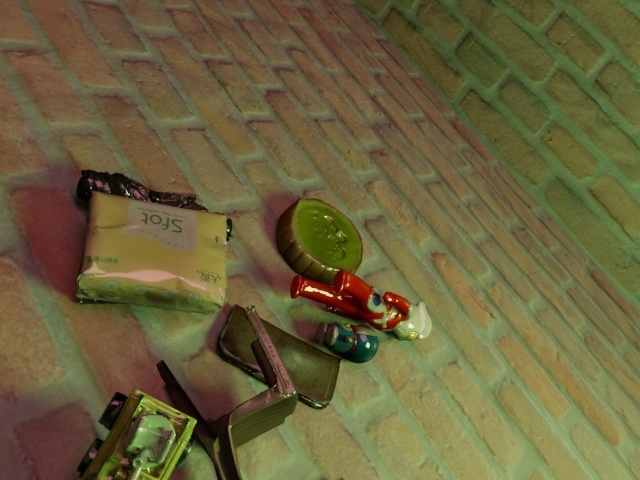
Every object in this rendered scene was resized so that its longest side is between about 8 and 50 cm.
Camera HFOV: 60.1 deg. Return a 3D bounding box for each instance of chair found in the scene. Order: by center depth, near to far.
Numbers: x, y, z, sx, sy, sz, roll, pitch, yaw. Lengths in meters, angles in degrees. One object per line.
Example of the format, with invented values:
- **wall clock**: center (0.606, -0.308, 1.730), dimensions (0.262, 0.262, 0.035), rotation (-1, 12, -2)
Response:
- **chair**: center (-0.105, 0.301, 0.859), dimensions (0.183, 0.176, 0.327), rotation (-26, 65, -18)

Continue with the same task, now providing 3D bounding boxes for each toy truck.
- **toy truck**: center (-0.265, 0.328, 0.693), dimensions (0.128, 0.135, 0.260), rotation (32, 72, -10)

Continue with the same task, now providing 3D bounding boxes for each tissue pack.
- **tissue pack**: center (-0.306, 0.029, 1.025), dimensions (0.256, 0.123, 0.215), rotation (11, 52, -25)

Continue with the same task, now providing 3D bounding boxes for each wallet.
- **wallet**: center (-0.081, 0.230, 1.091), dimensions (0.255, 0.031, 0.137), rotation (31, 39, -10)

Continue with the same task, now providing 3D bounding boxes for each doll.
- **doll**: center (0.064, 0.213, 1.174), dimensions (0.151, 0.114, 0.086), rotation (22, 78, -33)
- **doll**: center (0.117, 0.149, 1.226), dimensions (0.383, 0.188, 0.099), rotation (23, 66, -39)

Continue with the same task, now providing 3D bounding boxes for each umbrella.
- **umbrella**: center (-0.331, -0.066, 1.141), dimensions (0.325, 0.094, 0.090), rotation (17, 56, -25)

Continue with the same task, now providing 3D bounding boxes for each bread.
- **bread**: center (0.000, 0.000, 1.358), dimensions (0.236, 0.070, 0.236), rotation (21, 43, -21)

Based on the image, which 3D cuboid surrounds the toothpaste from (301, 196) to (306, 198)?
- **toothpaste**: center (-0.027, -0.078, 1.466), dimensions (0.024, 0.015, 0.083), rotation (-15, 67, -47)

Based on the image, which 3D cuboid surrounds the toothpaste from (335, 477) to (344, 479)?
- **toothpaste**: center (0.059, 0.489, 0.938), dimensions (0.046, 0.034, 0.164), rotation (-13, 60, -42)
